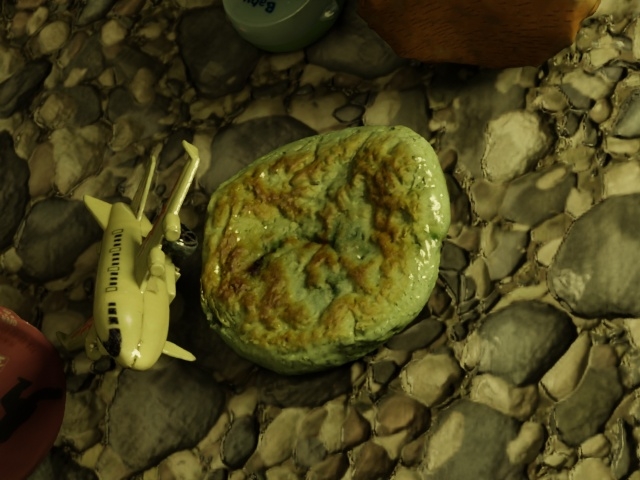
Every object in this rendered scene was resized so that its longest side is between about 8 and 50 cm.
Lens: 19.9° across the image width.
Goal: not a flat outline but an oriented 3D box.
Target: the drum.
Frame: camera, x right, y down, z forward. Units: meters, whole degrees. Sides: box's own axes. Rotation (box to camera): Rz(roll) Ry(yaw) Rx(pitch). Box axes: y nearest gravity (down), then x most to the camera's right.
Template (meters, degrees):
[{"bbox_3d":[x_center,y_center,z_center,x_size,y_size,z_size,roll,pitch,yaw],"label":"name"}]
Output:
[{"bbox_3d":[0.012,-0.280,1.676,0.253,0.049,0.130,-48,53,-2],"label":"drum"}]

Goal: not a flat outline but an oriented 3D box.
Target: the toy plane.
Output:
[{"bbox_3d":[-0.156,0.034,1.547,0.229,0.092,0.244,-55,30,25],"label":"toy plane"}]

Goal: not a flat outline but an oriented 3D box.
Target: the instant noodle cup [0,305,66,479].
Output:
[{"bbox_3d":[-0.357,0.113,1.569,0.235,0.235,0.178,-44,44,1],"label":"instant noodle cup"}]

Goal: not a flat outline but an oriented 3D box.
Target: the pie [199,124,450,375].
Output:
[{"bbox_3d":[0.000,0.000,1.534,0.240,0.054,0.240,-13,61,24],"label":"pie"}]

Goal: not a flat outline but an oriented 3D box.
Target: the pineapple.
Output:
[{"bbox_3d":[0.139,-0.325,1.556,0.223,0.223,0.357,-9,50,23],"label":"pineapple"}]
